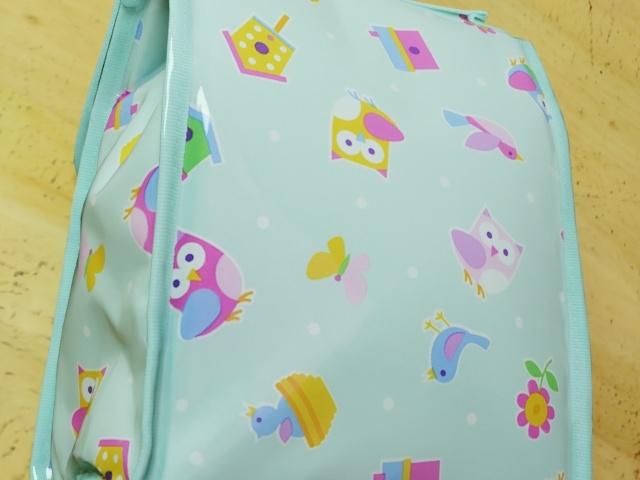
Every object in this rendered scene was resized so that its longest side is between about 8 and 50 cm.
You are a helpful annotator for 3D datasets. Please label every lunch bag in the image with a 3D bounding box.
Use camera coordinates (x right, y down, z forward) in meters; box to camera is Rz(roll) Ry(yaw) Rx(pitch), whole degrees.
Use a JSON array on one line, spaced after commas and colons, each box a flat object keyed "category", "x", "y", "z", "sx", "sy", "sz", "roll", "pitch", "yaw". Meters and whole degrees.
[{"category": "lunch bag", "x": 0.000, "y": 0.000, "z": 0.538, "sx": 0.223, "sy": 0.160, "sz": 0.262, "roll": 10, "pitch": 74, "yaw": -25}]
